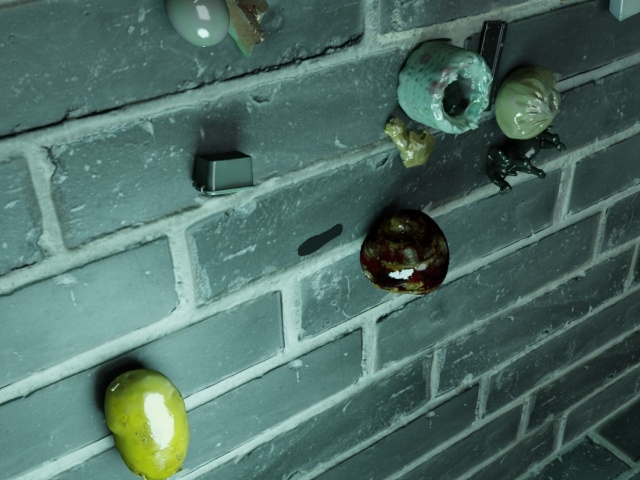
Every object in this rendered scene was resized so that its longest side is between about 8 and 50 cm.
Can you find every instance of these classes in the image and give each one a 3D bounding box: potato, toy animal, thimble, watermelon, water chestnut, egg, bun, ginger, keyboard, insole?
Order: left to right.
[{"bbox_3d":[-0.380,0.409,1.680,0.173,0.140,0.300,-20,122,-20],"label":"potato"},{"bbox_3d":[-0.216,-0.403,1.326,0.103,0.103,0.135,-46,135,-6],"label":"egg"},{"bbox_3d":[-0.140,-0.433,1.401,0.155,0.080,0.101,45,75,-30],"label":"watermelon"},{"bbox_3d":[0.000,0.000,1.829,0.135,0.002,0.045,-31,133,-20],"label":"insole"},{"bbox_3d":[0.213,0.045,1.883,0.224,0.223,0.238,-24,144,-26],"label":"water chestnut"},{"bbox_3d":[0.221,-0.241,1.811,0.096,0.067,0.165,-31,136,9],"label":"ginger"},{"bbox_3d":[0.289,-0.346,1.744,0.185,0.149,0.211,-44,135,-11],"label":"thimble"},{"bbox_3d":[0.415,-0.432,1.883,0.072,0.023,0.231,-9,122,-27],"label":"keyboard"},{"bbox_3d":[0.545,-0.217,2.037,0.245,0.146,0.114,-38,128,-16],"label":"toy animal"},{"bbox_3d":[0.553,-0.358,1.957,0.193,0.128,0.178,-33,123,-25],"label":"bun"}]

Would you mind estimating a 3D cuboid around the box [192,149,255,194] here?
[{"bbox_3d":[-0.195,-0.140,1.529,0.122,0.084,0.069,-11,115,-35],"label":"box"}]

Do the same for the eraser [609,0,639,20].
[{"bbox_3d":[0.833,-0.797,1.950,0.213,0.082,0.396,-28,131,-22],"label":"eraser"}]
